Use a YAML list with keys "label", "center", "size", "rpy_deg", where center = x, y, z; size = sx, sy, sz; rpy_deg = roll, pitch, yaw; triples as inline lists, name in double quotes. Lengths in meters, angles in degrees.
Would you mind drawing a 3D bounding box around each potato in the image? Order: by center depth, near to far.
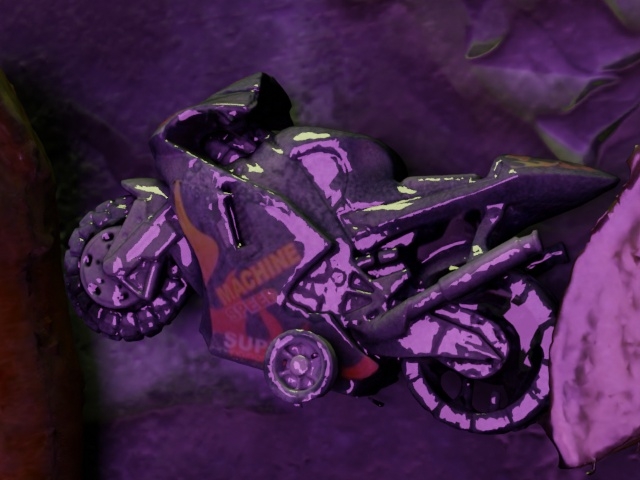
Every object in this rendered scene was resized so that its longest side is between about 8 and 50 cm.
- label: "potato"
  center: [0.210, 0.007, 0.692]
  size: [0.243, 0.098, 0.138]
  rpy_deg: [-28, 78, 23]

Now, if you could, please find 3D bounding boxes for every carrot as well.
- label: "carrot"
  center: [-0.216, 0.031, 0.850]
  size: [0.139, 0.139, 0.301]
  rpy_deg: [-6, 95, 22]

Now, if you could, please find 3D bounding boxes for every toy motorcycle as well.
- label: "toy motorcycle"
  center: [0.000, 0.000, 0.776]
  size: [0.307, 0.108, 0.173]
  rpy_deg: [12, 89, 20]

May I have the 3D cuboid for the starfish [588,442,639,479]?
- label: "starfish"
  center: [0.187, 0.138, 0.745]
  size: [0.092, 0.016, 0.086]
  rpy_deg: [-2, 87, 17]
